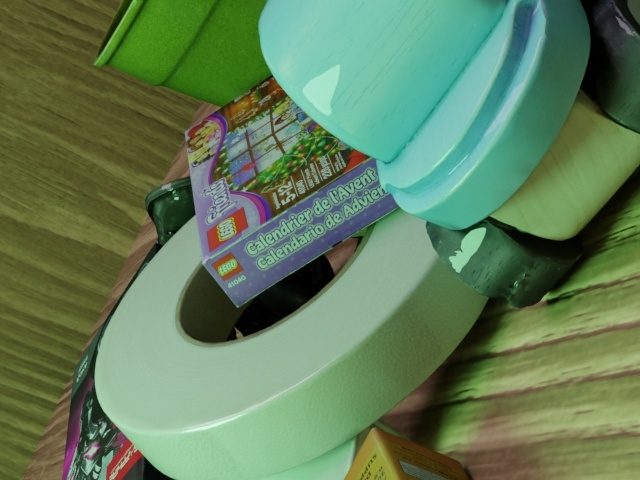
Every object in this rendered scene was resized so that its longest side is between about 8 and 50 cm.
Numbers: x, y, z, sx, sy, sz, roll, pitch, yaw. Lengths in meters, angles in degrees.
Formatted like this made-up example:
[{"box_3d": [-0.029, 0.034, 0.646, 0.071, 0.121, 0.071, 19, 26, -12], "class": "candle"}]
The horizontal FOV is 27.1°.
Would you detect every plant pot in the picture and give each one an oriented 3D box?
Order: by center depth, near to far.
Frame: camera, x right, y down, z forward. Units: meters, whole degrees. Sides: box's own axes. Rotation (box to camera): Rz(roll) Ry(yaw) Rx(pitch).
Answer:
[{"box_3d": [-0.006, -0.268, 1.454, 0.366, 0.353, 0.366, -55, 16, 24], "class": "plant pot"}]

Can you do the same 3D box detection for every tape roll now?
[{"box_3d": [-0.021, 0.040, 1.154, 0.392, 0.072, 0.392, -28, 28, 17], "class": "tape roll"}]

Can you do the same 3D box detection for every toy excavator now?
[{"box_3d": [0.022, -0.219, 0.959, 0.222, 0.445, 0.433, -52, 28, 33], "class": "toy excavator"}]

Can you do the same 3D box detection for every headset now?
[{"box_3d": [0.000, 0.000, 1.466, 0.243, 0.185, 0.394, -62, 29, 12], "class": "headset"}]

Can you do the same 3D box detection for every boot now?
[{"box_3d": [-0.132, 0.066, 1.586, 0.263, 0.091, 0.229, 98, 153, -61], "class": "boot"}]

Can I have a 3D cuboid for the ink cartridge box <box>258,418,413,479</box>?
[{"box_3d": [-0.051, 0.306, 1.026, 0.261, 0.066, 0.296, -36, 28, 40], "class": "ink cartridge box"}]

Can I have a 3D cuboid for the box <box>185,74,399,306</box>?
[{"box_3d": [-0.019, -0.078, 1.195, 0.201, 0.057, 0.293, -32, 27, 7], "class": "box"}]

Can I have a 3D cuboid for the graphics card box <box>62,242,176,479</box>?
[{"box_3d": [-0.182, 0.211, 1.340, 0.233, 0.094, 0.371, -53, 26, 36], "class": "graphics card box"}]

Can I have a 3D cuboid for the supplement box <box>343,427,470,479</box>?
[{"box_3d": [0.069, 0.206, 0.852, 0.078, 0.080, 0.233, -62, 16, 9], "class": "supplement box"}]
